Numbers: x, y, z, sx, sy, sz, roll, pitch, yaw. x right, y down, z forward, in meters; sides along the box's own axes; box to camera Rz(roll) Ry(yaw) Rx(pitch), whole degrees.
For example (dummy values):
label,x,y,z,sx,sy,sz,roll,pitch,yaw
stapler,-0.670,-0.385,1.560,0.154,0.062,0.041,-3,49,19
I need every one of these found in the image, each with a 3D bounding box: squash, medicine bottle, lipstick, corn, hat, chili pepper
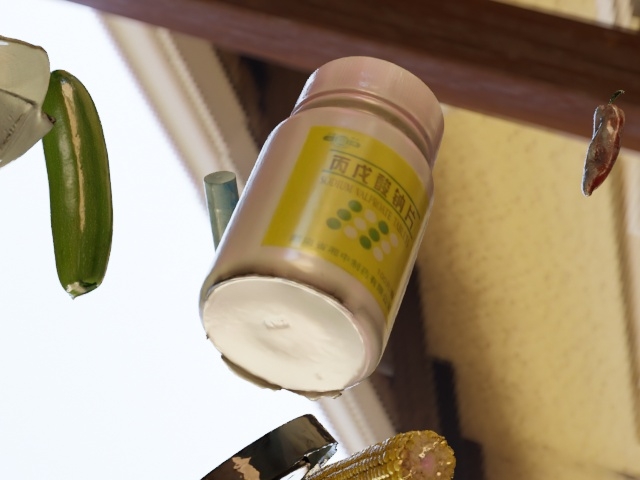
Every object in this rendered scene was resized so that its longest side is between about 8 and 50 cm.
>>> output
label,x,y,z,sx,sy,sz,roll,pitch,yaw
squash,-0.297,-0.074,1.981,0.082,0.082,0.293,32,-133,-68
medicine bottle,0.012,-0.022,1.851,0.214,0.213,0.379,84,-160,-45
lipstick,-0.133,-0.018,2.296,0.048,0.048,0.158,-42,-48,-51
corn,0.051,0.259,1.690,0.248,0.081,0.081,-35,19,55
hat,-0.427,-0.174,1.785,0.168,0.257,0.301,-60,7,-23
chili pepper,0.377,-0.125,2.143,0.050,0.041,0.153,102,-179,-77

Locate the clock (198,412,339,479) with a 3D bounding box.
label,x,y,z,sx,sy,sz,roll,pitch,yaw
clock,-0.101,0.316,2.013,0.280,0.055,0.280,-36,-13,-9
